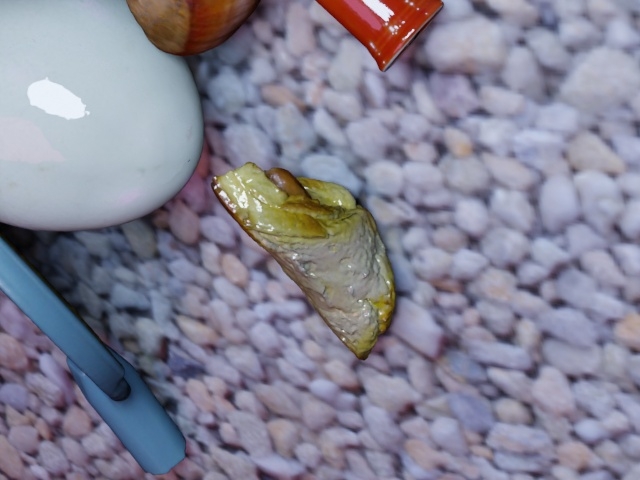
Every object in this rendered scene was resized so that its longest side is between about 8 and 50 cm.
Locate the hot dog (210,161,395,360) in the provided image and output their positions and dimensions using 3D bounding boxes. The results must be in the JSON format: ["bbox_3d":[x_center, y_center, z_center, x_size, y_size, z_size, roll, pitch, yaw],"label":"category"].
[{"bbox_3d":[0.001,0.000,0.871,0.169,0.061,0.078,51,175,-41],"label":"hot dog"}]

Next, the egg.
[{"bbox_3d":[-0.157,-0.082,0.851,0.209,0.151,0.151,27,138,25],"label":"egg"}]

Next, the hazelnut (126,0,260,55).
[{"bbox_3d":[-0.062,-0.139,0.785,0.086,0.086,0.086,21,135,22],"label":"hazelnut"}]

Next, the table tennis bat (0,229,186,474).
[{"bbox_3d":[-0.189,0.044,1.016,0.215,0.044,0.329,32,162,53],"label":"table tennis bat"}]

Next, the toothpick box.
[{"bbox_3d":[0.016,-0.128,0.760,0.083,0.047,0.047,42,139,0],"label":"toothpick box"}]
